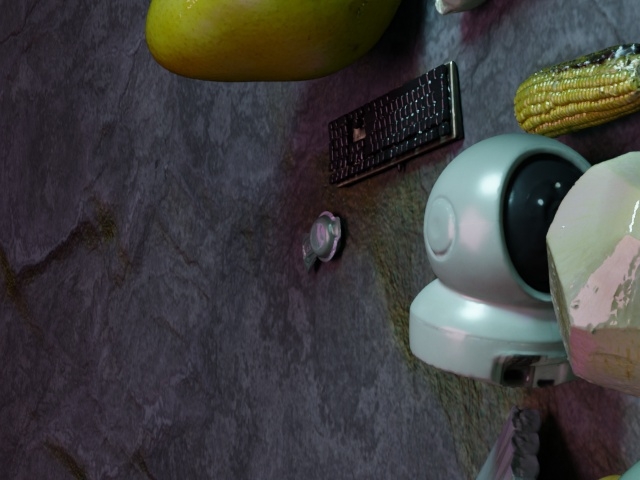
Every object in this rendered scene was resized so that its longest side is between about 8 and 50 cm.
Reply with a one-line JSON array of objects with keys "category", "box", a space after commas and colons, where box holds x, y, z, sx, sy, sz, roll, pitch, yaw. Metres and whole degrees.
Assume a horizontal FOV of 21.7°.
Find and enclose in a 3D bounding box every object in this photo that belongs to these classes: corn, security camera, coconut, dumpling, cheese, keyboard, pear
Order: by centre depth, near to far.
[{"category": "coconut", "box": [0.296, 0.028, 1.375, 0.197, 0.237, 0.237, -62, 17, -21]}, {"category": "corn", "box": [0.261, -0.145, 1.635, 0.203, 0.072, 0.072, -12, 79, 63]}, {"category": "security camera", "box": [0.190, 0.010, 1.650, 0.194, 0.194, 0.236, -151, 66, -62]}, {"category": "dumpling", "box": [0.159, -0.288, 1.863, 0.076, 0.052, 0.057, 118, 133, -63]}, {"category": "pear", "box": [-0.058, -0.323, 2.018, 0.285, 0.336, 0.285, 167, 90, -89]}, {"category": "keyboard", "box": [0.085, -0.134, 2.057, 0.317, 0.027, 0.106, 159, 109, -63]}, {"category": "cheese", "box": [0.000, 0.000, 2.239, 0.120, 0.026, 0.067, 142, 124, -60]}]

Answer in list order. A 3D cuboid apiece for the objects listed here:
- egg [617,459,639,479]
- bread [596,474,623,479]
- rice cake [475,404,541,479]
[{"category": "egg", "box": [0.343, 0.262, 1.220, 0.389, 0.276, 0.276, -14, 77, 63]}, {"category": "bread", "box": [0.247, 0.288, 1.613, 0.077, 0.114, 0.189, 42, 139, 16]}, {"category": "rice cake", "box": [0.186, 0.289, 1.754, 0.189, 0.037, 0.198, -81, 8, -52]}]
